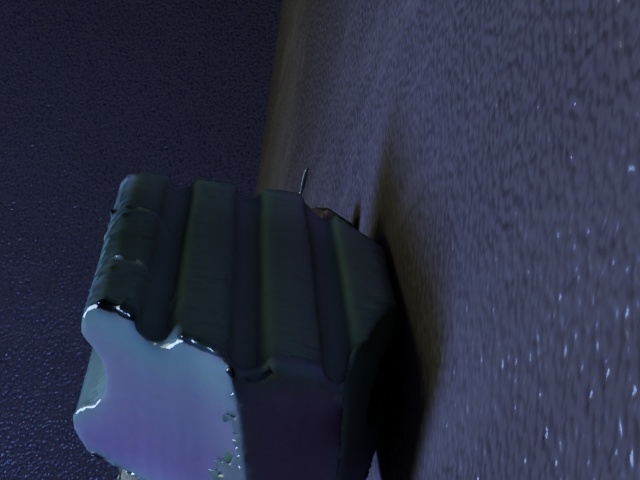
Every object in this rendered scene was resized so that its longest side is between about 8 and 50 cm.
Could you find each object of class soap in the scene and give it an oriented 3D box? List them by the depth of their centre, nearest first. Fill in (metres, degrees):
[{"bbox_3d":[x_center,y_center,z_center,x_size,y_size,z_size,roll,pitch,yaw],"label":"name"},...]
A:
[{"bbox_3d":[-0.071,0.082,1.175,0.446,0.261,0.156,-102,22,-71],"label":"soap"}]

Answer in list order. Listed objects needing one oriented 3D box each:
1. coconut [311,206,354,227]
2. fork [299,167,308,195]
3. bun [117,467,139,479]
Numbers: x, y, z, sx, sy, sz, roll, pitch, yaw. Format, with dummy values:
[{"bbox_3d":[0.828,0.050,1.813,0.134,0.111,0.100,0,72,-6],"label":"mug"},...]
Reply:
[{"bbox_3d":[0.000,0.000,1.528,0.083,0.081,0.082,77,171,-47],"label":"coconut"},{"bbox_3d":[-0.036,-0.070,2.292,0.016,0.012,0.115,-13,-61,-55],"label":"fork"},{"bbox_3d":[-0.095,0.327,1.358,0.359,0.210,0.360,179,90,-78],"label":"bun"}]
